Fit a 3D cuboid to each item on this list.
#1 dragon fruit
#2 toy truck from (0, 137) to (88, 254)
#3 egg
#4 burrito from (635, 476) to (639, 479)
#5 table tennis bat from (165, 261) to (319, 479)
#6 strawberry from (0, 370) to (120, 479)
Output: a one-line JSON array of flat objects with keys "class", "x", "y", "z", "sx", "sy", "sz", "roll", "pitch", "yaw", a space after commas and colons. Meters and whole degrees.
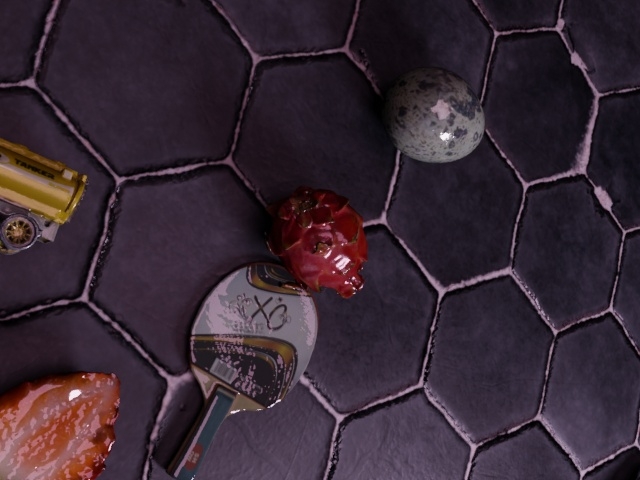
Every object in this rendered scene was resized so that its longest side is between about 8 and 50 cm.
[{"class": "dragon fruit", "x": 0.000, "y": 0.000, "z": 0.899, "sx": 0.166, "sy": 0.136, "sz": 0.133, "roll": 51, "pitch": 26, "yaw": -25}, {"class": "toy truck", "x": -0.369, "y": -0.064, "z": 0.717, "sx": 0.226, "sy": 0.098, "sz": 0.114, "roll": 25, "pitch": 74, "yaw": -28}, {"class": "egg", "x": 0.165, "y": -0.176, "z": 0.986, "sx": 0.172, "sy": 0.132, "sz": 0.132, "roll": 19, "pitch": 80, "yaw": -40}, {"class": "burrito", "x": 0.530, "y": 0.483, "z": 1.200, "sx": 0.229, "sy": 0.063, "sz": 0.058, "roll": -31, "pitch": 113, "yaw": -23}, {"class": "table tennis bat", "x": -0.110, "y": 0.167, "z": 0.892, "sx": 0.173, "sy": 0.022, "sz": 0.301, "roll": 37, "pitch": 70, "yaw": -22}, {"class": "strawberry", "x": -0.303, "y": 0.210, "z": 0.754, "sx": 0.187, "sy": 0.082, "sz": 0.147, "roll": -43, "pitch": 113, "yaw": -29}]
